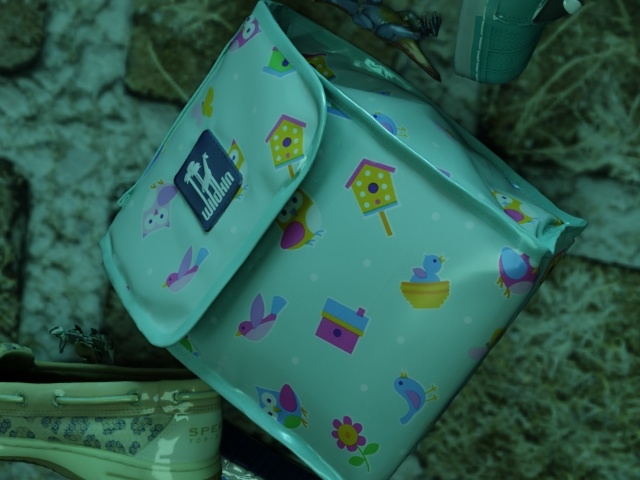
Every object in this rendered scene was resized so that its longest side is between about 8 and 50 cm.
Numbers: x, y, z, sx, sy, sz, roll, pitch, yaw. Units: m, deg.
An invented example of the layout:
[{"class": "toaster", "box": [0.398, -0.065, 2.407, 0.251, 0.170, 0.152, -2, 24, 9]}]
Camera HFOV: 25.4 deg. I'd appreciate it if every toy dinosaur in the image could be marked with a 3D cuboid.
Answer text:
[{"class": "toy dinosaur", "box": [0.034, -0.143, 0.935, 0.082, 0.047, 0.090, 8, 118, 26]}]

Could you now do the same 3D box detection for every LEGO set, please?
[{"class": "LEGO set", "box": [-0.160, 0.083, 1.040, 0.054, 0.023, 0.083, -21, 121, 42]}]

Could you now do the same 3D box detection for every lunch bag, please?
[{"class": "lunch bag", "box": [0.000, 0.000, 0.921, 0.262, 0.160, 0.223, 39, 112, 9]}]

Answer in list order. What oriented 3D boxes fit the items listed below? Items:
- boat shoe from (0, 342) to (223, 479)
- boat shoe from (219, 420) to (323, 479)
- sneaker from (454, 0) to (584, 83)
[{"class": "boat shoe", "box": [-0.197, 0.107, 1.003, 0.285, 0.104, 0.089, 11, 103, 16]}, {"class": "boat shoe", "box": [-0.030, 0.201, 1.033, 0.183, 0.066, 0.066, 34, 113, 9]}, {"class": "sneaker", "box": [0.181, -0.219, 0.852, 0.121, 0.108, 0.302, 26, 107, 6]}]
